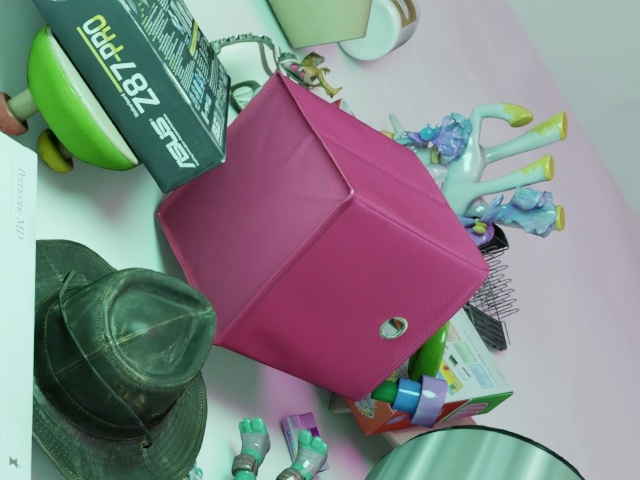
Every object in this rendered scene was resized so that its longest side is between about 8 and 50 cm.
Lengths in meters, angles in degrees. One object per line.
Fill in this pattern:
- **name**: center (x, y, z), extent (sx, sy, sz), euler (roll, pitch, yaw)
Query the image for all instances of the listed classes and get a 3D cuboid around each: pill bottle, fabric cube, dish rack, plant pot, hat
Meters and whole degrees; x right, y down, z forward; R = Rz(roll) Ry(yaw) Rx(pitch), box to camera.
- **pill bottle**: center (0.120, -0.434, 2.430), extent (0.131, 0.131, 0.229), euler (64, 24, -8)
- **fabric cube**: center (0.000, 0.000, 1.524), extent (0.258, 0.254, 0.259), euler (28, 24, -41)
- **dish rack**: center (0.330, 0.082, 2.484), extent (0.208, 0.074, 0.272), euler (28, 45, -53)
- **plant pot**: center (-0.008, -0.472, 2.117), extent (0.256, 0.256, 0.274), euler (-27, 111, -66)
- **hat**: center (-0.194, 0.103, 1.297), extent (0.331, 0.134, 0.331), euler (41, 29, -28)

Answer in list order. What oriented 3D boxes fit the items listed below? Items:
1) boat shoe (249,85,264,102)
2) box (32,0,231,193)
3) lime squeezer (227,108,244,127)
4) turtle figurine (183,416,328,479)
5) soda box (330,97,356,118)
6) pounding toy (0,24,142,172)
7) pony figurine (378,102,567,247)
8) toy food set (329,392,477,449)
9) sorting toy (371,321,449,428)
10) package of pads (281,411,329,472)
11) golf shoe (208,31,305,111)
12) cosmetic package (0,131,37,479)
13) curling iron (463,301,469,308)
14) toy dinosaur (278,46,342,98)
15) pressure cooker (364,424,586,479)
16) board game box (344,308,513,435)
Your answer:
- **boat shoe**: center (0.005, -0.065, 1.768), extent (0.367, 0.135, 0.156), euler (45, 57, -46)
- **box**: center (-0.225, -0.260, 1.499), extent (0.318, 0.097, 0.395), euler (60, 8, -20)
- **lime squeezer**: center (-0.136, -0.111, 1.681), extent (0.059, 0.110, 0.310), euler (55, -9, 13)
- **turtle figurine**: center (-0.087, 0.302, 1.404), extent (0.175, 0.118, 0.234), euler (26, 38, 8)
- **soda box**: center (0.009, -0.116, 1.989), extent (0.092, 0.083, 0.263), euler (53, 27, -28)
- **pounding toy**: center (-0.292, -0.142, 1.402), extent (0.183, 0.110, 0.237), euler (58, 5, -12)
- **pony figurine**: center (0.245, -0.084, 2.208), extent (0.303, 0.363, 0.351), euler (40, 51, -57)
- **toy food set**: center (0.133, 0.294, 1.904), extent (0.306, 0.092, 0.220), euler (49, 29, -17)
- **sorting toy**: center (0.106, 0.122, 1.727), extent (0.126, 0.127, 0.365), euler (15, 30, -4)
- **package of pads**: center (-0.020, 0.272, 1.656), extent (0.050, 0.032, 0.083), euler (4, 65, -62)
- **golf shoe**: center (-0.095, -0.233, 1.861), extent (0.273, 0.105, 0.120), euler (12, 65, -60)
- **cosmetic package**: center (-0.375, 0.030, 1.066), extent (0.284, 0.097, 0.377), euler (35, 40, -47)
- **curling iron**: center (0.241, 0.015, 2.404), extent (0.068, 0.035, 0.274), euler (28, 45, -54)
- **toy dinosaur**: center (-0.027, -0.274, 2.101), extent (0.112, 0.064, 0.211), euler (47, 17, -1)
- **pressure cooker**: center (0.159, 0.460, 1.464), extent (0.420, 0.369, 0.376), euler (-41, 148, -64)
- **board game box**: center (0.127, 0.158, 1.863), extent (0.316, 0.064, 0.242), euler (1, 52, -49)
